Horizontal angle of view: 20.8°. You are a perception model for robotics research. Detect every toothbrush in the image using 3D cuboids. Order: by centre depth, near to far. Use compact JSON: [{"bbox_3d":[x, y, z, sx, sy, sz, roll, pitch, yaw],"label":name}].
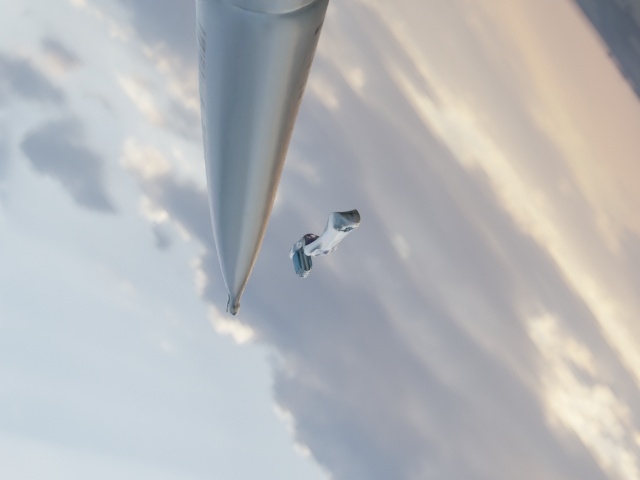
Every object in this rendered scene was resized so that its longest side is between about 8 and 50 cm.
[{"bbox_3d":[0.000,0.000,0.612,0.131,0.011,0.013,135,122,-80],"label":"toothbrush"}]

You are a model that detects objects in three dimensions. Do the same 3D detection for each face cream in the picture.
[{"bbox_3d":[-0.031,-0.069,0.793,0.244,0.058,0.092,101,173,-54],"label":"face cream"}]
